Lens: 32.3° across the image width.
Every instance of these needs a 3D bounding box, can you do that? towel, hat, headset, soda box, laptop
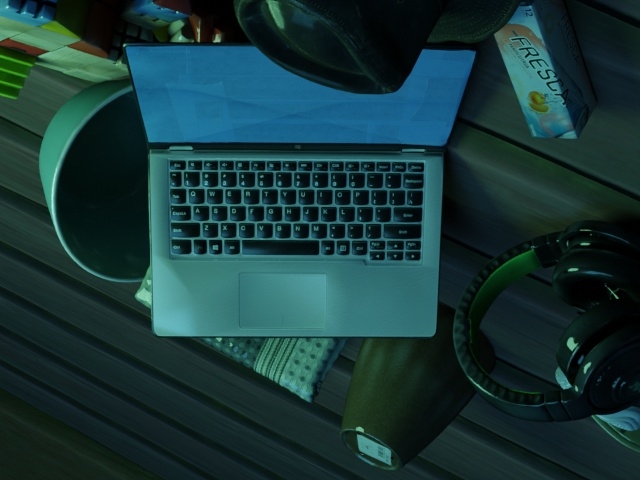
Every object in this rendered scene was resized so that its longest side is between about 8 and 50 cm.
[{"bbox_3d":[-0.064,0.014,1.557,0.312,0.324,0.056,28,180,17],"label":"towel"},{"bbox_3d":[0.023,-0.217,1.015,0.331,0.134,0.331,12,164,4],"label":"hat"},{"bbox_3d":[0.364,0.103,1.344,0.394,0.243,0.185,-14,140,23],"label":"headset"},{"bbox_3d":[0.237,-0.195,1.179,0.058,0.063,0.183,7,141,39],"label":"soda box"},{"bbox_3d":[-0.027,-0.040,1.326,0.382,0.236,0.408,1,104,-2],"label":"laptop"}]

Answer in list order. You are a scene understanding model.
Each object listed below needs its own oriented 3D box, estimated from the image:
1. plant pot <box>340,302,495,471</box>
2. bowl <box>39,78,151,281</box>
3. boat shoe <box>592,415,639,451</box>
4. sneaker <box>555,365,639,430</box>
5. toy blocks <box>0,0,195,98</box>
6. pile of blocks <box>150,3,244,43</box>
[{"bbox_3d":[0.132,0.239,1.745,0.215,0.230,0.215,24,148,16],"label":"plant pot"},{"bbox_3d":[-0.284,-0.110,1.622,0.163,0.311,0.311,32,156,44],"label":"bowl"},{"bbox_3d":[0.478,0.246,1.521,0.302,0.113,0.103,28,-178,2],"label":"boat shoe"},{"bbox_3d":[0.444,0.171,1.407,0.268,0.101,0.153,21,105,-3],"label":"sneaker"},{"bbox_3d":[-0.312,-0.266,1.177,0.381,0.191,0.261,13,174,-32],"label":"toy blocks"},{"bbox_3d":[-0.142,-0.216,1.430,0.362,0.149,0.112,42,149,-13],"label":"pile of blocks"}]
